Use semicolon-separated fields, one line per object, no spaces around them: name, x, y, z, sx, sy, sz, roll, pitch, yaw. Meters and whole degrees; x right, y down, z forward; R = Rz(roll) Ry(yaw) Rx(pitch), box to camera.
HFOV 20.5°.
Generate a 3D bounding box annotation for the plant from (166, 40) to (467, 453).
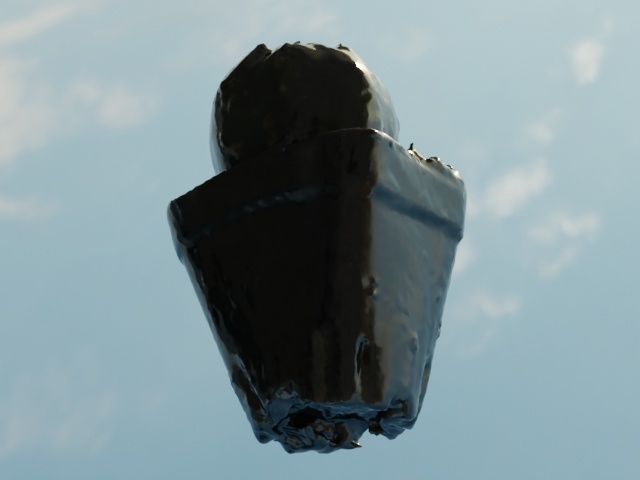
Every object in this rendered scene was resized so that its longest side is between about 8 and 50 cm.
plant;0.000;0.000;1.097;0.164;0.142;0.256;-19;-113;34
